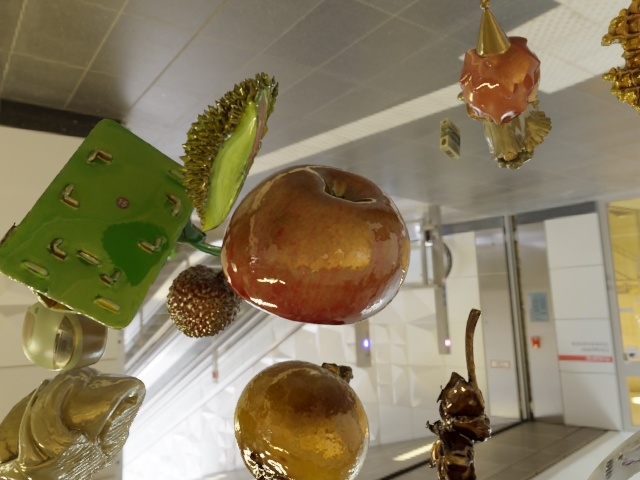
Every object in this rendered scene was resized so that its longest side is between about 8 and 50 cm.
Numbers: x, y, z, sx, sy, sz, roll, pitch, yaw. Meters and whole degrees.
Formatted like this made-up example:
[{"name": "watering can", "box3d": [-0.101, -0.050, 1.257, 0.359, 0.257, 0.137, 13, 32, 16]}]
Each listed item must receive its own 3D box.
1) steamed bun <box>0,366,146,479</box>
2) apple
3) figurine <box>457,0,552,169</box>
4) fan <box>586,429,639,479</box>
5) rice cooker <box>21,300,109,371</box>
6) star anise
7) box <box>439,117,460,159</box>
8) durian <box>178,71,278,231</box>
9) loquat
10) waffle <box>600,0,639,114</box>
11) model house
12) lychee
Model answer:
[{"name": "steamed bun", "box3d": [-0.647, 0.474, 1.300, 0.255, 0.367, 0.342, 29, -158, 14]}, {"name": "apple", "box3d": [0.000, 0.000, 0.956, 0.345, 0.269, 0.345, 15, -171, -3]}, {"name": "figurine", "box3d": [0.339, -0.280, 1.002, 0.166, 0.206, 0.387, 12, 161, 36]}, {"name": "fan", "box3d": [0.492, 0.253, 0.730, 0.329, 0.009, 0.191, -49, 155, 20]}, {"name": "rice cooker", "box3d": [-0.535, 0.194, 1.096, 0.206, 0.145, 0.127, 13, -179, 40]}, {"name": "star anise", "box3d": [0.187, 0.232, 0.691, 0.074, 0.233, 0.177, 6, -148, 5]}, {"name": "box", "box3d": [0.296, -0.231, 1.191, 0.054, 0.083, 0.024, 30, 145, -34]}, {"name": "durian", "box3d": [-0.126, -0.130, 0.692, 0.096, 0.220, 0.137, 27, -155, -9]}, {"name": "loquat", "box3d": [-0.033, 0.423, 1.235, 0.329, 0.328, 0.359, -10, -154, 45]}, {"name": "waffle", "box3d": [0.641, -0.359, 1.002, 0.229, 0.231, 0.051, 36, 177, -12]}, {"name": "model house", "box3d": [-0.354, 0.039, 0.941, 0.340, 0.300, 0.324, 35, 146, -22]}, {"name": "lychee", "box3d": [-0.250, 0.123, 1.145, 0.165, 0.197, 0.165, 29, -170, -5]}]
